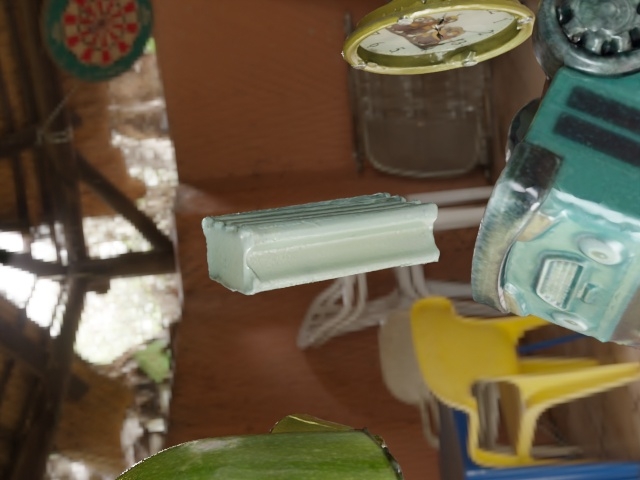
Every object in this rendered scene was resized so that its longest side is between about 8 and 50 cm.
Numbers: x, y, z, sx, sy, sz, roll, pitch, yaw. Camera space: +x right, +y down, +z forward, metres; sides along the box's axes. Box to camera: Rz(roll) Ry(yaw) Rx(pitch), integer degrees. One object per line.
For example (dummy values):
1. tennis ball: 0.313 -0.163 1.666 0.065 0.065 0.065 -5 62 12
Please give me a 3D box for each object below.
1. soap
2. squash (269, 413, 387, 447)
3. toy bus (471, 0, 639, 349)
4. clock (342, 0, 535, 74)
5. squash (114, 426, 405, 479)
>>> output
1. soap: 0.000 0.000 1.035 0.114 0.198 0.063 -163 67 -63
2. squash: 0.018 0.266 1.417 0.224 0.094 0.094 -19 75 59
3. toy bus: 0.166 -0.078 0.443 0.256 0.147 0.128 -63 -14 -19
4. clock: 0.139 -0.258 1.320 0.237 0.237 0.057 86 177 -80
5. squash: -0.094 0.346 1.145 0.310 0.309 0.310 -175 90 -65
